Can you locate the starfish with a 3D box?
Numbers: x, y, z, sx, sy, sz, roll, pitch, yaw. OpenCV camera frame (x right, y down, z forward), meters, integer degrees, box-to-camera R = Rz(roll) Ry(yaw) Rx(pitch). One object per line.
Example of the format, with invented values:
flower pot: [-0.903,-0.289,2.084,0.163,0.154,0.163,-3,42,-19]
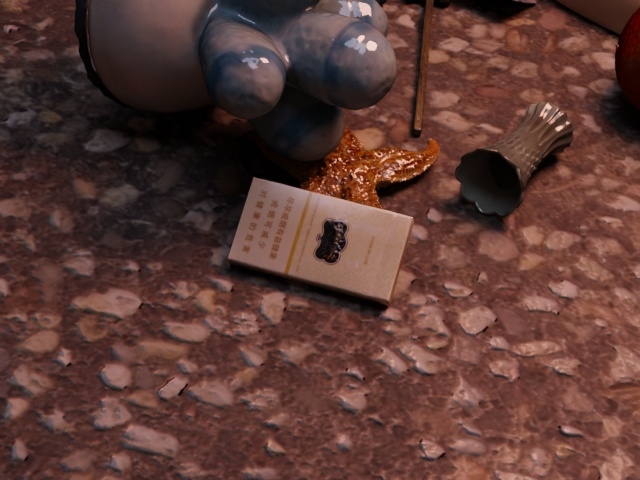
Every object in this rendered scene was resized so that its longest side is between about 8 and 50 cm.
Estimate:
starfish: [0.024,-0.074,1.603,0.240,0.043,0.227,-17,47,-27]

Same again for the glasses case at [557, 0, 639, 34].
glasses case: [0.346,-0.308,1.865,0.204,0.081,0.051,36,52,27]

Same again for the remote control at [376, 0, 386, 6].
remote control: [0.047,-0.274,1.824,0.027,0.043,0.152,26,45,11]

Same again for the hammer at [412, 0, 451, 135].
hammer: [0.120,-0.218,1.786,0.058,0.029,0.292,6,44,3]

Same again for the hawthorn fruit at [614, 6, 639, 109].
hawthorn fruit: [0.412,-0.210,1.708,0.169,0.169,0.188,-14,7,-20]

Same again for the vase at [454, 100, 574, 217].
vase: [0.214,-0.093,1.619,0.081,0.081,0.148,27,42,23]

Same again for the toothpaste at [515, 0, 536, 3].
toothpaste: [0.159,-0.348,1.908,0.234,0.057,0.089,28,18,22]

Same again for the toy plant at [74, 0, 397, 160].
toy plant: [-0.060,-0.211,1.559,0.332,0.247,0.247,19,42,36]

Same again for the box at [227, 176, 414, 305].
box: [0.000,0.000,1.497,0.167,0.024,0.090,15,77,11]
